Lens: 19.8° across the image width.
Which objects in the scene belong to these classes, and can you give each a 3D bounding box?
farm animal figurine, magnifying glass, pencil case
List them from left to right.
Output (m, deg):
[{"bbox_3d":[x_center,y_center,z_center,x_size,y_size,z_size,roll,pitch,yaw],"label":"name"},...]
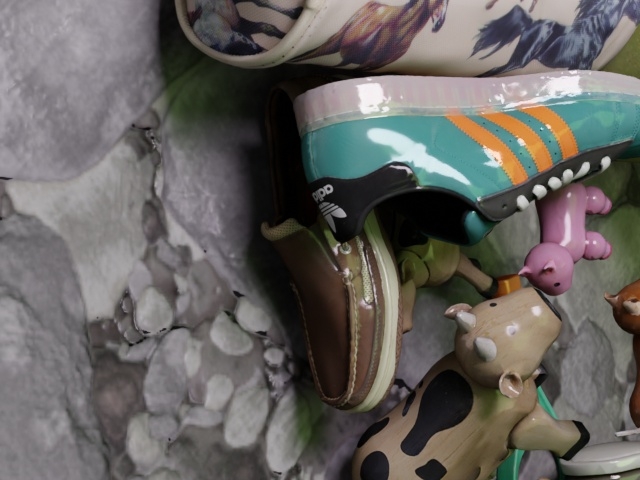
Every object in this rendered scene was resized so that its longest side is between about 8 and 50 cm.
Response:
[{"bbox_3d":[0.075,-0.201,1.392,0.410,0.183,0.159,-2,122,-46],"label":"pencil case"},{"bbox_3d":[0.120,0.092,1.401,0.172,0.330,0.326,19,103,-46],"label":"farm animal figurine"},{"bbox_3d":[0.178,0.144,1.584,0.092,0.026,0.231,-18,99,-44],"label":"magnifying glass"}]

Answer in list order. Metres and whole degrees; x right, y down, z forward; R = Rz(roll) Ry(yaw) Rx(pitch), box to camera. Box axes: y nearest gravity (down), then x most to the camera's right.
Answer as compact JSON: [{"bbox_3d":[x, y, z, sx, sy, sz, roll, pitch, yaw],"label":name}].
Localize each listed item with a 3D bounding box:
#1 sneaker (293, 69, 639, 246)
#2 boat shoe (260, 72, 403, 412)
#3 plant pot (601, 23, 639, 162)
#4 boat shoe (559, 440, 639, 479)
[{"bbox_3d":[0.127,-0.054,1.353,0.302,0.108,0.121,-4,78,-21],"label":"sneaker"},{"bbox_3d":[-0.005,0.001,1.375,0.095,0.095,0.257,4,76,-37],"label":"boat shoe"},{"bbox_3d":[0.316,-0.168,1.579,0.276,0.254,0.276,2,87,-44],"label":"plant pot"},{"bbox_3d":[0.307,0.222,1.635,0.305,0.109,0.091,5,84,-55],"label":"boat shoe"}]
